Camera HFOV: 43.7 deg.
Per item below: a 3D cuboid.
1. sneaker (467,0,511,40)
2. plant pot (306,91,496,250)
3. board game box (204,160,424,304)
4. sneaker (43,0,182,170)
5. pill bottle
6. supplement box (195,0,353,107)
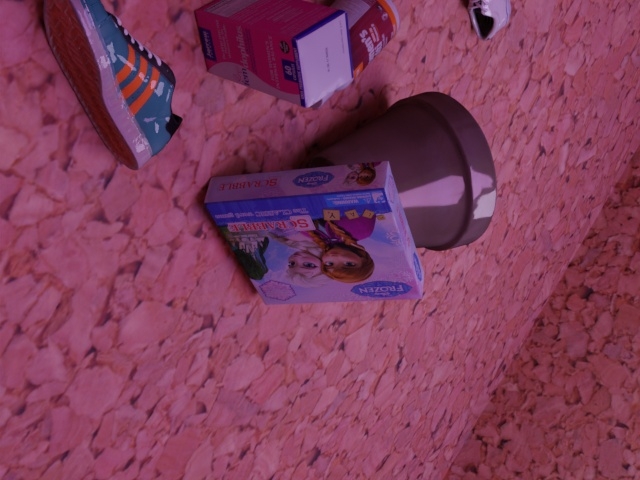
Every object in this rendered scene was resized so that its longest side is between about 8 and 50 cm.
[{"bbox_3d":[0.363,-0.541,1.744,0.091,0.094,0.258,-58,146,-17],"label":"sneaker"},{"bbox_3d":[0.135,-0.106,1.567,0.280,0.323,0.323,-19,126,-27],"label":"plant pot"},{"bbox_3d":[0.000,0.000,1.423,0.318,0.318,0.066,64,29,-48],"label":"board game box"},{"bbox_3d":[-0.274,-0.239,1.096,0.121,0.108,0.302,-47,150,-25],"label":"sneaker"},{"bbox_3d":[0.032,-0.343,1.410,0.221,0.121,0.121,-50,143,-20],"label":"pill bottle"},{"bbox_3d":[-0.071,-0.299,1.216,0.114,0.220,0.111,-38,137,-31],"label":"supplement box"}]
